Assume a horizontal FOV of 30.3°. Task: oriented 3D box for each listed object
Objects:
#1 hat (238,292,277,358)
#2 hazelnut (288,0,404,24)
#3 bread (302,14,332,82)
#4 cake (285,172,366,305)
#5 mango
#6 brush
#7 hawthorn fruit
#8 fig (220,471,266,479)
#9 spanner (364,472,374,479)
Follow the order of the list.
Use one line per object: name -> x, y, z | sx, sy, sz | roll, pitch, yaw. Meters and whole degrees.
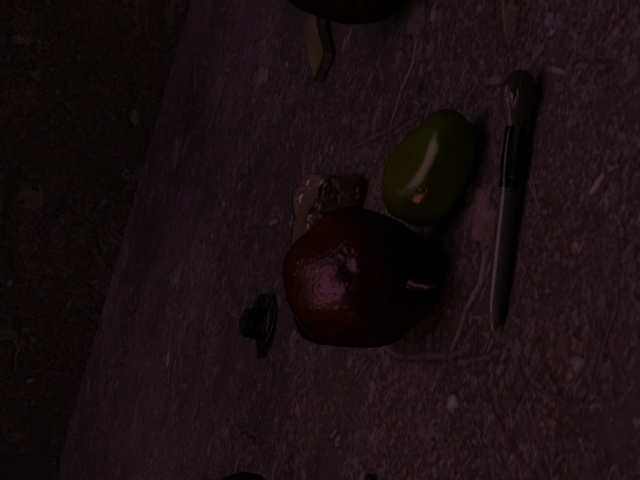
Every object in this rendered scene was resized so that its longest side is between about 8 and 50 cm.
hat -> -0.121, 0.155, 2.175 | 0.121, 0.050, 0.121 | -172, 90, -70
hazelnut -> 0.030, -0.423, 1.799 | 0.229, 0.229, 0.230 | -170, 90, -71
bread -> -0.004, -0.357, 2.144 | 0.154, 0.028, 0.068 | -100, 27, -44
cake -> -0.005, -0.007, 1.864 | 0.117, 0.086, 0.221 | -140, 62, -68
mango -> 0.136, -0.086, 1.492 | 0.163, 0.089, 0.117 | 126, 150, -50
brush -> 0.215, -0.046, 1.338 | 0.039, 0.042, 0.299 | 174, 102, -70
hawthorn fruit -> 0.059, 0.054, 1.517 | 0.251, 0.189, 0.190 | 6, 86, 63
fig -> -0.106, 0.452, 1.919 | 0.126, 0.185, 0.133 | -39, 58, 5
spanner -> 0.051, 0.461, 1.563 | 0.071, 0.017, 0.302 | 141, 137, -63
